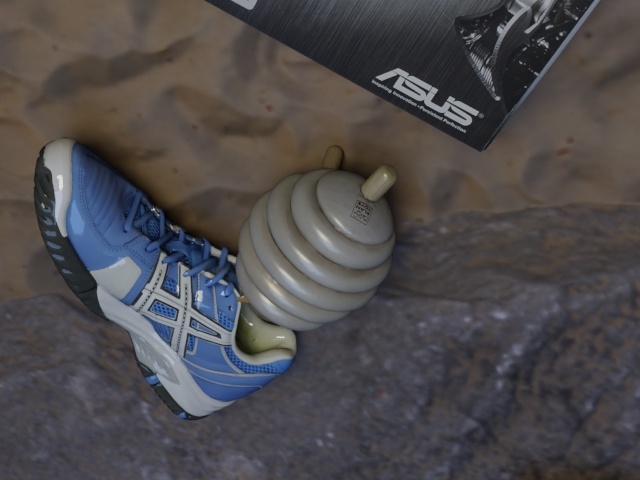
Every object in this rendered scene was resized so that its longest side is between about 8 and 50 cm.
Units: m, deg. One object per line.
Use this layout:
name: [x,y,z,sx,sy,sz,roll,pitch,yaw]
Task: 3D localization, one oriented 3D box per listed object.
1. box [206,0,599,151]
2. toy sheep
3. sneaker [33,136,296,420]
box: [0.026,-0.168,0.655,0.231,0.056,0.183,28,129,-9]
toy sheep: [0.000,0.000,0.774,0.091,0.091,0.132,30,129,-9]
sneaker: [-0.089,0.015,0.824,0.081,0.080,0.211,-20,130,20]
